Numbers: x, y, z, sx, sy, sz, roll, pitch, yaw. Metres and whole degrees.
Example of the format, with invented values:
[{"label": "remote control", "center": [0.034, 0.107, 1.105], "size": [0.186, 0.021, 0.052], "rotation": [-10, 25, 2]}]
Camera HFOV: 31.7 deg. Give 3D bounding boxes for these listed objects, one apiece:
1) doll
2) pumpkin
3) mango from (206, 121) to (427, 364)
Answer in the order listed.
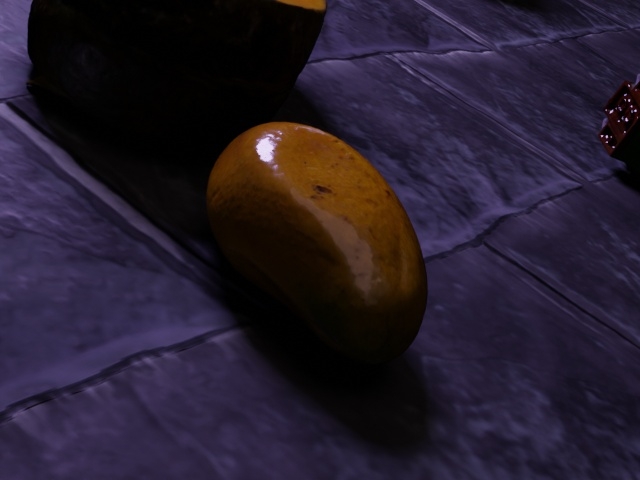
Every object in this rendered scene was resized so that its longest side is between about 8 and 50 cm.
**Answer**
[{"label": "doll", "center": [0.363, -0.100, 1.113], "size": [0.186, 0.106, 0.134], "rotation": [-4, 44, -45]}, {"label": "pumpkin", "center": [-0.109, -0.189, 0.833], "size": [0.222, 0.139, 0.317], "rotation": [25, 27, -7]}, {"label": "mango", "center": [0.003, -0.002, 0.644], "size": [0.165, 0.089, 0.115], "rotation": [41, 32, 23]}]
